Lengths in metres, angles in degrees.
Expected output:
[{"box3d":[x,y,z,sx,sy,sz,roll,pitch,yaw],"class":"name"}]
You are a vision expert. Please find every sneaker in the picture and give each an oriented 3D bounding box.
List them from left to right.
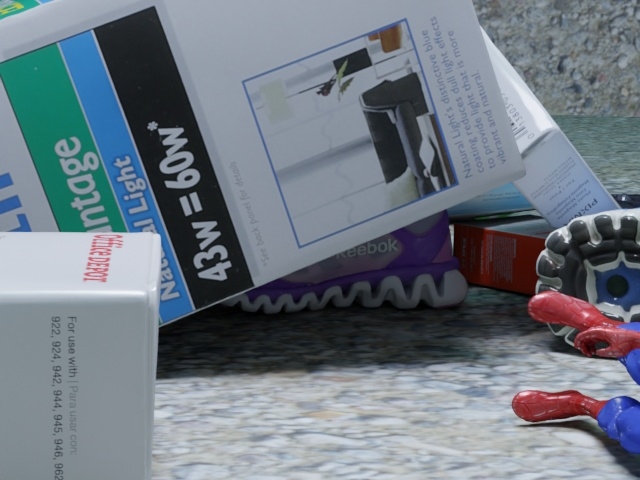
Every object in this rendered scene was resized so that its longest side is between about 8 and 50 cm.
[{"box3d":[0.000,0.000,1.468,0.236,0.105,0.095,-3,11,-19],"class":"sneaker"},{"box3d":[0.323,0.017,1.319,0.330,0.130,0.147,4,11,20],"class":"sneaker"}]

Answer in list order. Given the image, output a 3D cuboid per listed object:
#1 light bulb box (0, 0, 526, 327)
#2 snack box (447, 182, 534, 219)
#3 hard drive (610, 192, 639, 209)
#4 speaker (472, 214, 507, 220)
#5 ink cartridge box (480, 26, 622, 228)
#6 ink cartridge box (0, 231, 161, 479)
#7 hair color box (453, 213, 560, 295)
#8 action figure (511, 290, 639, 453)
[{"box3d":[-0.104,-0.099,1.350,0.361,0.225,0.358,-22,14,-12],"class":"light bulb box"},{"box3d":[0.042,-0.039,1.696,0.187,0.060,0.322,-6,0,-43],"class":"snack box"},{"box3d":[0.338,-0.001,1.689,0.172,0.054,0.254,0,10,-12],"class":"hard drive"},{"box3d":[0.056,-0.080,1.947,0.296,0.131,0.131,0,9,-11],"class":"speaker"},{"box3d":[0.160,-0.072,1.449,0.232,0.066,0.189,49,7,-50],"class":"ink cartridge box"},{"box3d":[-0.218,0.062,0.973,0.272,0.115,0.198,0,9,-4],"class":"ink cartridge box"},{"box3d":[0.197,0.015,1.566,0.093,0.053,0.167,-6,9,-38],"class":"hair color box"},{"box3d":[0.151,0.085,0.973,0.139,0.091,0.280,5,5,-24],"class":"action figure"}]
